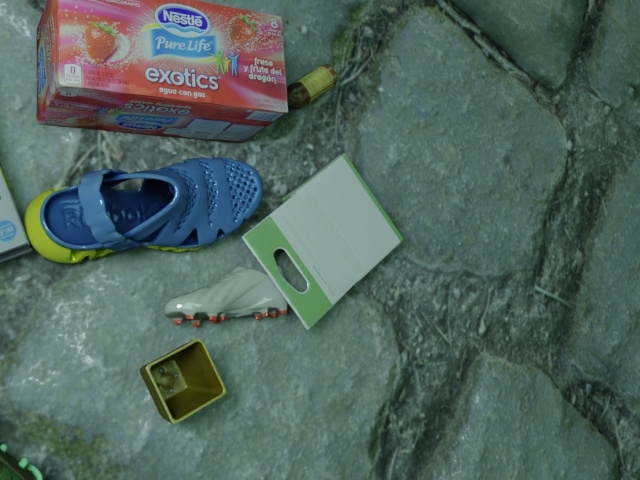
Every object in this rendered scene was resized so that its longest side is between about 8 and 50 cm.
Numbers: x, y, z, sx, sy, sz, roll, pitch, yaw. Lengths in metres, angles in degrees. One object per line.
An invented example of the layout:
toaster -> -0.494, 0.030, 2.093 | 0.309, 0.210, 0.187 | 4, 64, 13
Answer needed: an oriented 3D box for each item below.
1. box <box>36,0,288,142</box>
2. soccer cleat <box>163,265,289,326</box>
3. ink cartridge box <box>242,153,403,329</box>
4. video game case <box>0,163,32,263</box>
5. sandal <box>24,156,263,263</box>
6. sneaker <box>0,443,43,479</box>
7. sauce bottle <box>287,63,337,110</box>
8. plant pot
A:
box -> -0.210, -0.227, 0.984 | 0.300, 0.154, 0.142 | 1, 79, -29
soccer cleat -> -0.129, 0.074, 1.024 | 0.196, 0.068, 0.076 | -1, 76, -38
ink cartridge box -> 0.000, 0.000, 1.117 | 0.235, 0.056, 0.171 | -41, 101, -30
video game case -> -0.493, -0.056, 0.811 | 0.275, 0.035, 0.248 | -24, 108, -32
sandal -> -0.206, -0.045, 0.958 | 0.317, 0.138, 0.126 | -17, 87, -34
sneaker -> -0.371, 0.287, 0.814 | 0.410, 0.158, 0.182 | 61, 15, 8
sauce bottle -> -0.028, -0.232, 1.156 | 0.128, 0.042, 0.042 | -38, 100, -32
plant pot -> -0.186, 0.181, 0.953 | 0.081, 0.083, 0.081 | -27, 94, -33
